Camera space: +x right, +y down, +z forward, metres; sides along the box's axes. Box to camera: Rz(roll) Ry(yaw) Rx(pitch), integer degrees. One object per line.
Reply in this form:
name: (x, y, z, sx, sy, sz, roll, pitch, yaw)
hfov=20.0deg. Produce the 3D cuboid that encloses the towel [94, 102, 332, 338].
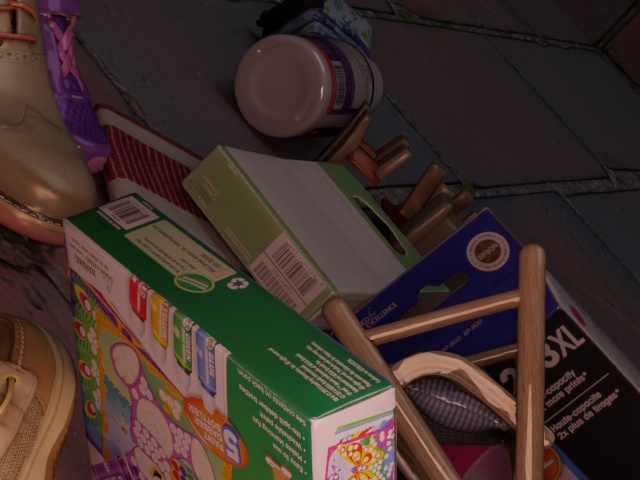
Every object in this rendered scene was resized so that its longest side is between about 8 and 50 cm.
towel: (-0.079, 0.032, 1.514, 0.237, 0.037, 0.329, 30, 24, -33)

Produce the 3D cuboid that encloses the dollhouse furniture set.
dollhouse furniture set: (0.097, 0.008, 1.824, 0.262, 0.135, 0.259, 42, 9, -8)

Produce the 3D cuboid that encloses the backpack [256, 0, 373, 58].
backpack: (-0.001, -0.223, 2.073, 0.114, 0.105, 0.084, 32, 46, -33)

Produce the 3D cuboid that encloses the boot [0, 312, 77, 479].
boot: (-0.247, 0.085, 1.012, 0.203, 0.095, 0.262, 35, 25, -20)

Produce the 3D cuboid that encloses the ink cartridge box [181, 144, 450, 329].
ink cartridge box: (0.000, 0.000, 1.596, 0.171, 0.056, 0.235, 51, 18, 20)

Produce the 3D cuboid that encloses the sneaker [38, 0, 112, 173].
sneaker: (-0.234, -0.159, 1.490, 0.236, 0.104, 0.095, 55, 21, 24)

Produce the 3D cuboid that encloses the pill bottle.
pill bottle: (-0.004, -0.164, 1.934, 0.108, 0.108, 0.193, 49, 20, 13)

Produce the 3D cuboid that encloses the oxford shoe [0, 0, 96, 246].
oxford shoe: (-0.271, -0.169, 1.371, 0.397, 0.146, 0.140, 53, 21, 21)

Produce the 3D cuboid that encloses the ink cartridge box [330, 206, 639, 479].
ink cartridge box: (0.193, 0.161, 1.520, 0.371, 0.176, 0.069, 47, 16, -14)

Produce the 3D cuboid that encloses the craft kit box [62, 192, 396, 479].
craft kit box: (-0.051, 0.133, 0.991, 0.061, 0.247, 0.250, -23, 35, -28)

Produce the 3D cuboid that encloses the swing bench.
swing bench: (0.117, 0.164, 1.301, 0.253, 0.165, 0.255, 71, 3, -76)
